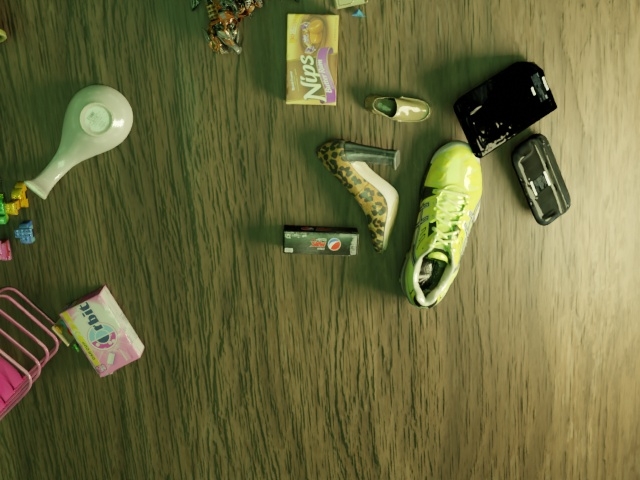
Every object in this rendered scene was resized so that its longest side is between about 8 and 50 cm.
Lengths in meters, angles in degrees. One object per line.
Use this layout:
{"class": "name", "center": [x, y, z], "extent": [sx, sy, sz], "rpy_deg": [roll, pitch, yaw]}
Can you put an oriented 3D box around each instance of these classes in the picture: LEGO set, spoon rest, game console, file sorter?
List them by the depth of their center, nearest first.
{"class": "spoon rest", "center": [-0.520, -0.212, 1.699], "extent": [0.137, 0.084, 0.276], "rpy_deg": [42, 88, -14]}
{"class": "file sorter", "center": [-0.701, 0.248, 1.711], "extent": [0.182, 0.291, 0.202], "rpy_deg": [-43, 103, 7]}
{"class": "LEGO set", "center": [-0.679, -0.056, 1.720], "extent": [0.087, 0.093, 0.227], "rpy_deg": [-3, 106, -1]}
{"class": "game console", "center": [0.441, -0.192, 1.722], "extent": [0.213, 0.044, 0.361], "rpy_deg": [-32, 110, -12]}

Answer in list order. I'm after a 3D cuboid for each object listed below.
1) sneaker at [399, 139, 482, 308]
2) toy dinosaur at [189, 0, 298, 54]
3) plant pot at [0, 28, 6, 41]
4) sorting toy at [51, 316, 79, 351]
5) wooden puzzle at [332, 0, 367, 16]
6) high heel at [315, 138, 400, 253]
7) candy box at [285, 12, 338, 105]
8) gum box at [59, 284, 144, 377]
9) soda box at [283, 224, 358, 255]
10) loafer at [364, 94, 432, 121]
{"class": "sneaker", "center": [0.278, -0.025, 1.738], "extent": [0.145, 0.147, 0.385], "rpy_deg": [10, 104, -3]}
{"class": "toy dinosaur", "center": [-0.164, -0.536, 1.577], "extent": [0.218, 0.164, 0.322], "rpy_deg": [7, 129, 12]}
{"class": "plant pot", "center": [-0.754, -0.517, 1.514], "extent": [0.276, 0.276, 0.254], "rpy_deg": [-2, 95, -2]}
{"class": "sorting toy", "center": [-0.576, 0.217, 1.821], "extent": [0.012, 0.062, 0.083], "rpy_deg": [-33, 105, 18]}
{"class": "wooden puzzle", "center": [0.058, -0.524, 1.652], "extent": [0.078, 0.014, 0.116], "rpy_deg": [-4, 106, 3]}
{"class": "high heel", "center": [0.078, -0.098, 1.761], "extent": [0.186, 0.093, 0.261], "rpy_deg": [11, 120, 18]}
{"class": "candy box", "center": [-0.019, -0.381, 1.671], "extent": [0.109, 0.053, 0.187], "rpy_deg": [2, 105, -3]}
{"class": "gum box", "center": [-0.497, 0.213, 1.822], "extent": [0.107, 0.062, 0.188], "rpy_deg": [-27, 105, 6]}
{"class": "soda box", "center": [0.000, 0.000, 1.780], "extent": [0.168, 0.060, 0.053], "rpy_deg": [3, 105, -2]}
{"class": "loafer", "center": [0.169, -0.282, 1.707], "extent": [0.148, 0.050, 0.056], "rpy_deg": [4, 106, -3]}
